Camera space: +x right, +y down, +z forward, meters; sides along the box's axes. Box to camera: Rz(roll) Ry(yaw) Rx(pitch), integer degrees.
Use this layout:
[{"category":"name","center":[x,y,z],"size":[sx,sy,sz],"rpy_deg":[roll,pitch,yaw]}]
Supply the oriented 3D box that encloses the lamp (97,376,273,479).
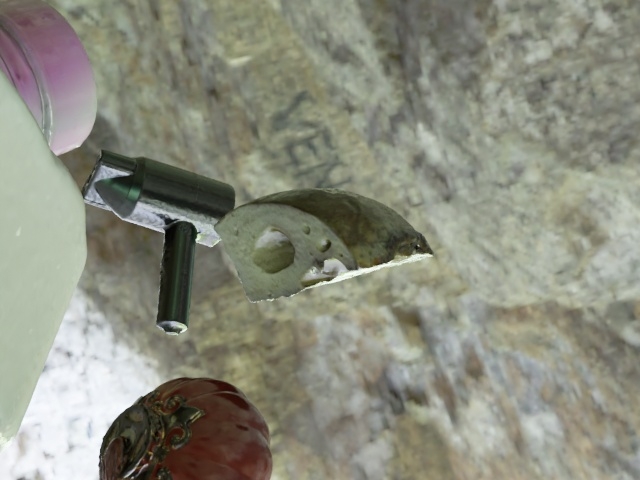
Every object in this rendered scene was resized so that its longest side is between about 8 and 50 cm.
[{"category":"lamp","center":[-0.164,0.268,1.297],"size":[0.227,0.227,0.227],"rpy_deg":[164,-90,-74]}]

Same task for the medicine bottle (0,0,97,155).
[{"category":"medicine bottle","center":[-0.447,-0.152,1.269],"size":[0.212,0.325,0.212],"rpy_deg":[19,-57,33]}]

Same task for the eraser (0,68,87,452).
[{"category":"eraser","center":[-0.296,-0.040,0.477],"size":[0.331,0.331,0.150],"rpy_deg":[107,-3,-63]}]

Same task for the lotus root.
[{"category":"lotus root","center":[-0.003,-0.005,1.500],"size":[0.314,0.210,0.142],"rpy_deg":[-15,-92,40]}]

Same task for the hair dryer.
[{"category":"hair dryer","center":[-0.274,0.005,1.788],"size":[0.116,0.244,0.302],"rpy_deg":[-46,-143,48]}]
